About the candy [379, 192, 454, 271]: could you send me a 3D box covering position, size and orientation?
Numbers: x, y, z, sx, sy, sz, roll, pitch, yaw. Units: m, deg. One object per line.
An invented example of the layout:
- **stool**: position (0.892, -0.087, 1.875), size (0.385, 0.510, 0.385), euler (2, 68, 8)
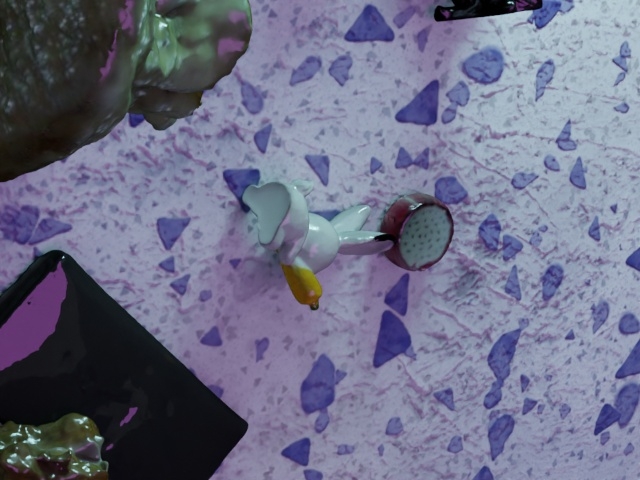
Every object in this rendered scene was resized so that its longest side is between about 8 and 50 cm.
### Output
- **candy**: position (0.125, -0.011, 1.754), size (0.103, 0.043, 0.103), euler (-12, 112, -30)

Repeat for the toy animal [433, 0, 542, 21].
- **toy animal**: position (0.194, -0.373, 1.645), size (0.117, 0.121, 0.210), euler (-35, 118, -41)

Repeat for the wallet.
- **wallet**: position (-0.248, 0.192, 1.576), size (0.197, 0.051, 0.377), euler (-50, 125, -11)

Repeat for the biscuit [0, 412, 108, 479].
- **biscuit**: position (-0.418, 0.258, 1.421), size (0.366, 0.115, 0.268), euler (31, 102, -31)

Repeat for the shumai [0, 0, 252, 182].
- **shumai**: position (-0.242, -0.210, 1.288), size (0.323, 0.397, 0.324), euler (-3, 82, -55)

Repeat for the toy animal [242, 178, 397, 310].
- **toy animal**: position (0.000, 0.000, 1.633), size (0.127, 0.131, 0.181), euler (-41, 137, 11)
